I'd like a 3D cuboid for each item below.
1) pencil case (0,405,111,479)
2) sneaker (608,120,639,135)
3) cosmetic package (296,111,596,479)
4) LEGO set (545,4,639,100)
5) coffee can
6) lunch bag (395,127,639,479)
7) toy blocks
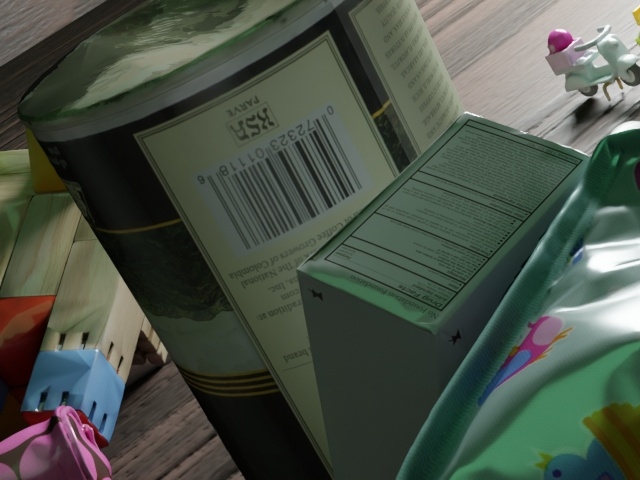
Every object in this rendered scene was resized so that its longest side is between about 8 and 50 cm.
[{"bbox_3d":[-0.226,0.180,0.821,0.209,0.095,0.098,-26,6,0],"label":"pencil case"},{"bbox_3d":[0.215,-0.018,0.736,0.132,0.086,0.229,-13,26,29],"label":"sneaker"},{"bbox_3d":[0.057,0.079,0.503,0.060,0.239,0.099,26,52,33],"label":"cosmetic package"},{"bbox_3d":[0.296,-0.231,1.069,0.132,0.107,0.287,-2,34,48],"label":"LEGO set"},{"bbox_3d":[0.000,0.000,0.691,0.201,0.275,0.201,-24,22,10],"label":"coffee can"},{"bbox_3d":[0.123,0.118,0.353,0.160,0.223,0.262,-3,31,30],"label":"lunch bag"},{"bbox_3d":[-0.264,0.061,1.009,0.381,0.191,0.261,-3,52,18],"label":"toy blocks"}]
